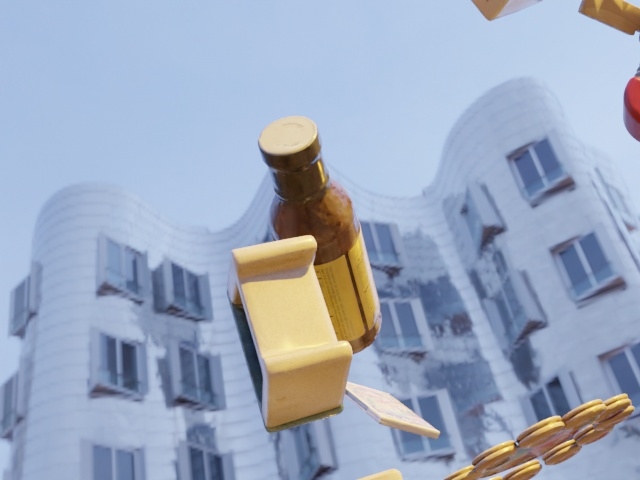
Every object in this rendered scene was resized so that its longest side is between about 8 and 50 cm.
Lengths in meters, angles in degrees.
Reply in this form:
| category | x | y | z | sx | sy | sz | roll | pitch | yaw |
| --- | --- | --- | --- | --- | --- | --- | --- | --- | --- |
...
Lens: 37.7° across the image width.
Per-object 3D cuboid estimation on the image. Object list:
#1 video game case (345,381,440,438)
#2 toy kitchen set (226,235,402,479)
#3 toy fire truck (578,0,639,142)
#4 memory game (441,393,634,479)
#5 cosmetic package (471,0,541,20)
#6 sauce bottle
| category | x | y | z | sx | sy | sz | roll | pitch | yaw |
| --- | --- | --- | --- | --- | --- | --- | --- | --- | --- |
| video game case | 0.077 | 0.201 | 1.126 | 0.087 | 0.122 | 0.011 | 21 | -86 | -29 |
| toy kitchen set | -0.084 | 0.110 | 0.444 | 0.207 | 0.166 | 0.122 | -13 | -25 | -14 |
| toy fire truck | 0.501 | -0.267 | 1.414 | 0.246 | 0.217 | 0.158 | 23 | -10 | 23 |
| memory game | 0.168 | 0.173 | 0.749 | 0.186 | 0.012 | 0.186 | -21 | -26 | -11 |
| cosmetic package | 0.109 | -0.347 | 0.735 | 0.113 | 0.309 | 0.160 | -30 | -14 | -36 |
| sauce bottle | 0.000 | 0.000 | 1.153 | 0.111 | 0.111 | 0.345 | -13 | -47 | 1 |
